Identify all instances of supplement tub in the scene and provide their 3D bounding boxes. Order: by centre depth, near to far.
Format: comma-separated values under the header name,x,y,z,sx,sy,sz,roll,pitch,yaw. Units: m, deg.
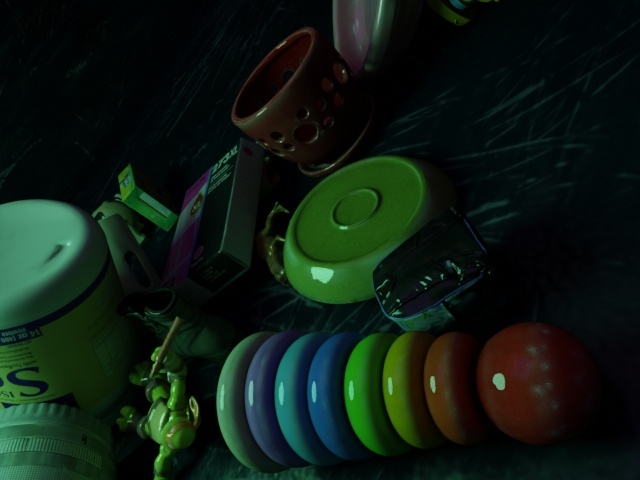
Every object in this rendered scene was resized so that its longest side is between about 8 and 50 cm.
name,x,y,z,sx,sy,sz,roll,pitch,yaw
supplement tub,-0.412,0.132,0.819,0.241,0.331,0.241,0,40,0

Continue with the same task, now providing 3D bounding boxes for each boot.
name,x,y,z,sx,sy,sz,roll,pitch,yaw
boot,-0.235,0.127,0.809,0.246,0.161,0.083,-18,45,42

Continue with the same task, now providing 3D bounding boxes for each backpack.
name,x,y,z,sx,sy,sz,roll,pitch,yaw
backpack,0.116,0.042,0.527,0.114,0.084,0.105,-35,35,16

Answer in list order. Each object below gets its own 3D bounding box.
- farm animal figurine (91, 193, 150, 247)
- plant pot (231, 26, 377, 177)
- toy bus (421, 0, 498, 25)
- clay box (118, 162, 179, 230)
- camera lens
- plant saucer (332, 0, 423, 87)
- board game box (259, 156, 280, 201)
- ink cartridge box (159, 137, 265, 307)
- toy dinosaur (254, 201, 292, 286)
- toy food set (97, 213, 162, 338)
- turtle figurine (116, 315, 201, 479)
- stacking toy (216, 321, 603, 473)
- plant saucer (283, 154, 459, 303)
name,x,y,z,sx,sy,sz,roll,pitch,yaw
farm animal figurine,-0.553,0.032,1.293,0.327,0.172,0.330,-55,32,-7
plant pot,-0.019,-0.210,0.864,0.191,0.174,0.191,-31,39,29
toy bus,0.215,-0.409,0.821,0.211,0.149,0.220,-43,32,38
clay box,-0.422,-0.114,1.318,0.053,0.127,0.222,-48,33,4
camera lens,-0.379,0.378,0.681,0.219,0.219,0.274,-41,34,16
plant saucer,0.093,-0.424,0.891,0.332,0.084,0.332,178,90,-79
board game box,-0.186,-0.059,1.060,0.259,0.039,0.124,-43,33,8
ink cartridge box,-0.180,-0.055,0.950,0.175,0.069,0.371,-37,32,30
toy dinosaur,-0.083,-0.002,0.842,0.112,0.064,0.211,-52,32,2
toy food set,-0.428,0.106,1.048,0.306,0.220,0.092,-29,2,31
turtle figurine,-0.209,0.227,0.732,0.217,0.087,0.270,2,89,59
stacking toy,0.064,0.128,0.472,0.330,0.141,0.141,-18,45,36
plant saucer,0.050,-0.030,0.676,0.241,0.037,0.241,-21,41,19
